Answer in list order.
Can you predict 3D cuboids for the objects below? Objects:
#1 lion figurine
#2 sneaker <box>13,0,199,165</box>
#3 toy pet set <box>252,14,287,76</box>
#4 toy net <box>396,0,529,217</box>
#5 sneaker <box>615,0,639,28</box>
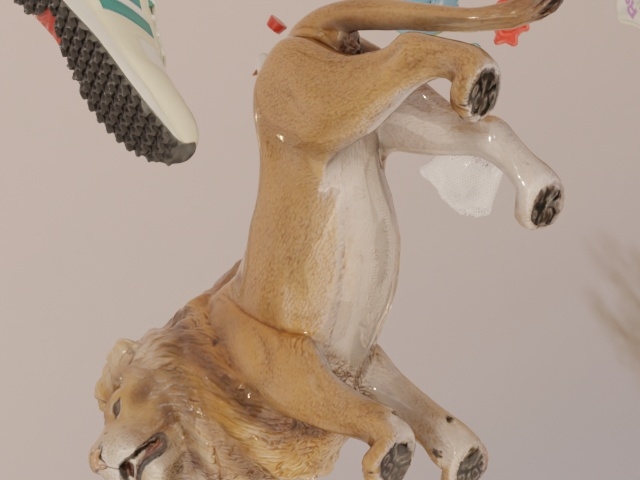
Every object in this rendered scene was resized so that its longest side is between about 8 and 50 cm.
[{"bbox_3d":[0.000,0.000,1.145,0.142,0.240,0.392,3,-69,-48],"label":"lion figurine"},{"bbox_3d":[-0.094,-0.114,0.943,0.075,0.161,0.057,-35,-9,-24],"label":"sneaker"},{"bbox_3d":[0.004,-0.090,1.446,0.122,0.114,0.065,28,-72,-39],"label":"toy pet set"},{"bbox_3d":[0.129,-0.136,1.714,0.122,0.232,0.045,-12,-3,6],"label":"toy net"},{"bbox_3d":[0.346,-0.116,1.429,0.152,0.305,0.114,-35,19,48],"label":"sneaker"}]
